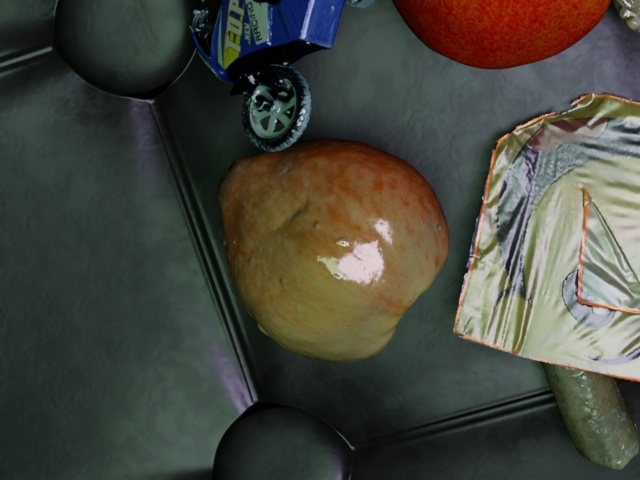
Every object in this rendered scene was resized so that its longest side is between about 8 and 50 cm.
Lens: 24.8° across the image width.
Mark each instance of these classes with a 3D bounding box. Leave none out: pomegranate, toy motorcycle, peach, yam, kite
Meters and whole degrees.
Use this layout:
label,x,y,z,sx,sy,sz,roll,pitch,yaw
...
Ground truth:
label,x,y,z,sx,sy,sz,roll,pitch,yaw
pomegranate,0.170,-0.282,1.318,0.221,0.221,0.256,16,99,0
toy motorcycle,-0.042,-0.247,1.382,0.169,0.113,0.315,20,98,42
peach,0.000,0.000,1.402,0.233,0.232,0.232,1,104,4
yam,0.274,0.162,1.490,0.070,0.069,0.146,-21,106,9
kite,0.304,0.012,1.438,0.378,0.013,0.327,-29,88,3

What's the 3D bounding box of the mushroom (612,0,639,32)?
label,x,y,z,sx,sy,sz,roll,pitch,yaw
mushroom,0.423,-0.343,1.325,0.177,0.126,0.397,39,104,20
